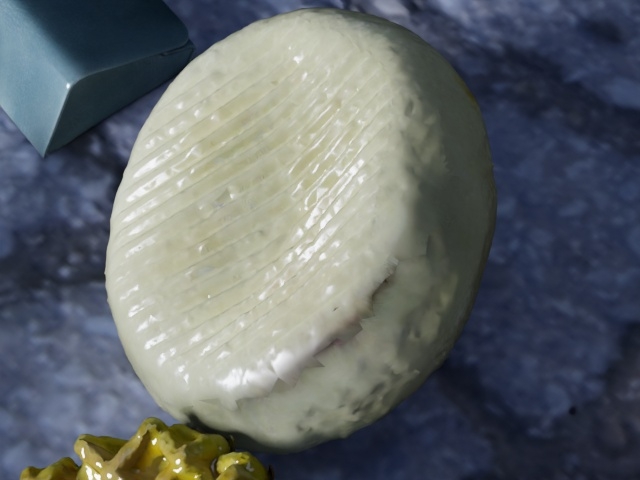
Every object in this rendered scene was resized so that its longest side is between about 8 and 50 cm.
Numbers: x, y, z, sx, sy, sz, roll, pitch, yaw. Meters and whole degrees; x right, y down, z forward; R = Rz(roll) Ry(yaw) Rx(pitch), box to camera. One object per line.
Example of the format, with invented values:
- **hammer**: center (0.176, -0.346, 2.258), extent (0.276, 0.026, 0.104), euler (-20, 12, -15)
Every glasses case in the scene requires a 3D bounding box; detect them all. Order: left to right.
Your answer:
- **glasses case**: center (-0.189, -0.176, 1.027), extent (0.105, 0.056, 0.266), euler (-35, 69, -17)

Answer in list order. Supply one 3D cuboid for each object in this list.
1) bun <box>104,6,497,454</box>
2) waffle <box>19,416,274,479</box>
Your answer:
- **bun**: center (0.000, 0.000, 0.907), extent (0.222, 0.127, 0.222), euler (-12, 67, 31)
- **waffle**: center (-0.071, 0.174, 0.835), extent (0.149, 0.051, 0.194), euler (-26, 69, 23)
